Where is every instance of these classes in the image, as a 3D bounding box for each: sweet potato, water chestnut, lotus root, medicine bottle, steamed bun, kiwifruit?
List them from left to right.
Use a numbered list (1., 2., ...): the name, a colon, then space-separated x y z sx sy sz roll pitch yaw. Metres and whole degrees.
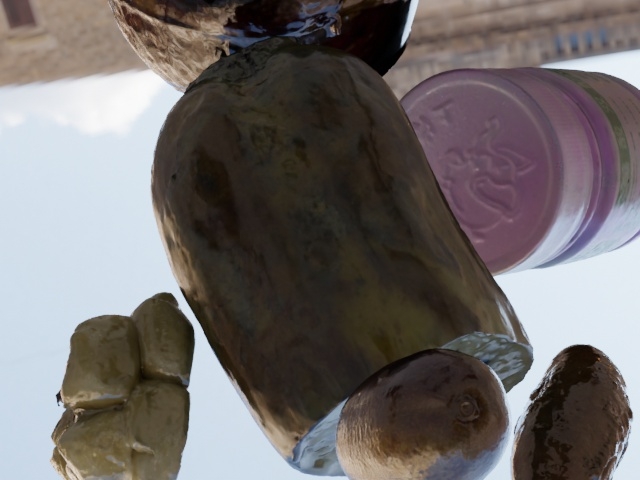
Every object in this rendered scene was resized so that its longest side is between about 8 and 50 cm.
1. steamed bun: -0.174 0.133 1.277 0.106 0.192 0.177 13 170 -15
2. water chestnut: -0.056 -0.310 1.419 0.335 0.347 0.335 -6 -128 8
3. lotus root: 0.000 0.000 1.215 0.250 0.250 0.346 -21 -109 -15
4. kiwifruit: 0.049 0.093 0.742 0.075 0.075 0.124 -28 178 -27
5. medicine bottle: 0.222 -0.076 1.572 0.212 0.212 0.325 5 -174 32
6. sweet potato: 0.213 0.209 1.335 0.109 0.109 0.385 -3 -147 21
